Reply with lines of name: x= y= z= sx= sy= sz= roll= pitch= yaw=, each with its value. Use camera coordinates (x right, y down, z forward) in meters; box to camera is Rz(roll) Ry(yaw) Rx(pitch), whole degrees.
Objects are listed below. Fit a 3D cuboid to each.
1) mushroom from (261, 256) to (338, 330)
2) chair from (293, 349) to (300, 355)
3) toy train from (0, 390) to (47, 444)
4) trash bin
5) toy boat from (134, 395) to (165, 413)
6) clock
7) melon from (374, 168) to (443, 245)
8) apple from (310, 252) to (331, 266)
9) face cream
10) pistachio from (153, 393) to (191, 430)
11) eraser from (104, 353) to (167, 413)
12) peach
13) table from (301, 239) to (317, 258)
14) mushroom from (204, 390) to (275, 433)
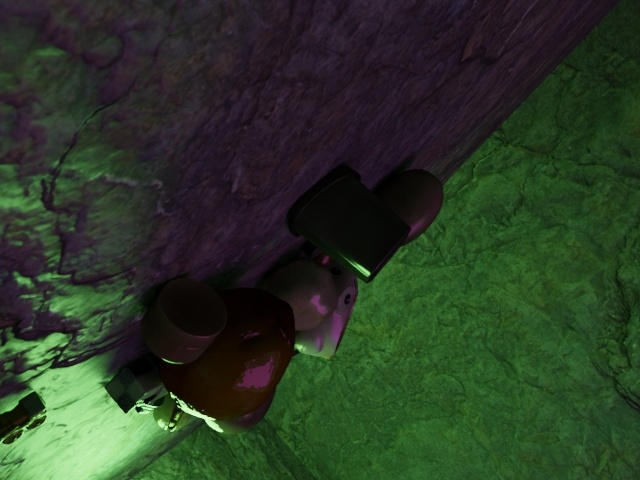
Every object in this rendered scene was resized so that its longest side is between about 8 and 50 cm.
mushroom: x=-0.066 y=0.153 z=1.733 sx=0.234 sy=0.254 sz=0.260 roll=-98 pitch=-153 yaw=-47
chair: x=-0.206 y=0.405 z=2.120 sx=0.176 sy=0.183 sz=0.326 roll=-19 pitch=178 yaw=22
toy train: x=-0.621 y=0.372 z=0.965 sx=0.250 sy=0.053 sz=0.085 roll=-34 pitch=157 yaw=-38
trash bin: x=0.082 y=-0.034 z=1.394 sx=0.219 sy=0.250 sz=0.220 roll=-48 pitch=169 yaw=-10
toy boat: x=-0.494 y=0.443 z=1.566 sx=0.102 sy=0.088 sz=0.215 roll=-45 pitch=168 yaw=-11
clock: x=-0.004 y=0.236 z=2.025 sx=0.368 sy=0.251 sz=0.376 roll=-59 pitch=168 yaw=-48
melon: x=0.293 y=-0.112 z=1.899 sx=0.317 sy=0.223 sz=0.223 roll=-43 pitch=169 yaw=-7
apple: x=0.001 y=0.052 z=1.868 sx=0.084 sy=0.084 sz=0.071 roll=-47 pitch=141 yaw=19
face cream: x=-0.282 y=0.165 z=1.111 sx=0.104 sy=0.149 sz=0.149 roll=-49 pitch=168 yaw=32
pistachio: x=-0.525 y=0.597 z=1.929 sx=0.215 sy=0.144 sz=0.144 roll=-56 pitch=164 yaw=26
eraser: x=-0.419 y=0.364 z=1.502 sx=0.096 sy=0.098 sz=0.404 roll=-46 pitch=168 yaw=13
peach: x=-0.225 y=0.282 z=1.361 sx=0.373 sy=0.289 sz=0.372 roll=-15 pitch=137 yaw=-14
table: x=0.000 y=0.000 z=1.755 sx=0.133 sy=0.043 sz=0.133 roll=-42 pitch=169 yaw=-10
mushroom: x=-0.307 y=0.474 z=1.846 sx=0.362 sy=0.295 sz=0.362 roll=8 pitch=90 yaw=-76
